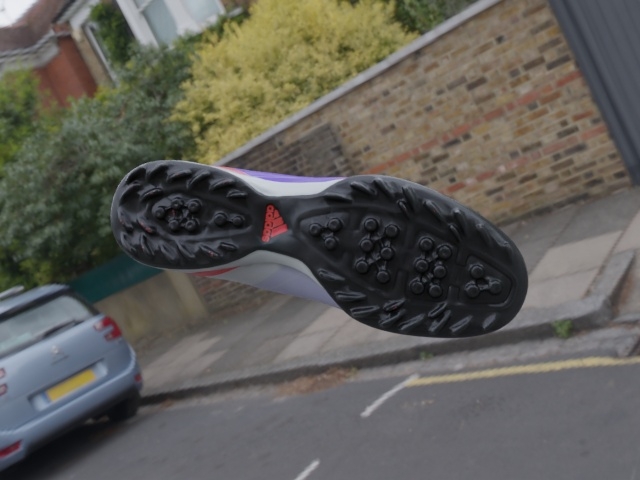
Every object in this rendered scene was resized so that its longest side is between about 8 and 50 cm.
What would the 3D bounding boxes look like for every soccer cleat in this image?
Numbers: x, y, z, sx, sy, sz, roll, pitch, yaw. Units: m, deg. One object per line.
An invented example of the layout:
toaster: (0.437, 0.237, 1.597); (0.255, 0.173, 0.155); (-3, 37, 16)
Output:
soccer cleat: (0.000, 0.000, 0.568); (0.318, 0.108, 0.116); (10, 1, 15)
